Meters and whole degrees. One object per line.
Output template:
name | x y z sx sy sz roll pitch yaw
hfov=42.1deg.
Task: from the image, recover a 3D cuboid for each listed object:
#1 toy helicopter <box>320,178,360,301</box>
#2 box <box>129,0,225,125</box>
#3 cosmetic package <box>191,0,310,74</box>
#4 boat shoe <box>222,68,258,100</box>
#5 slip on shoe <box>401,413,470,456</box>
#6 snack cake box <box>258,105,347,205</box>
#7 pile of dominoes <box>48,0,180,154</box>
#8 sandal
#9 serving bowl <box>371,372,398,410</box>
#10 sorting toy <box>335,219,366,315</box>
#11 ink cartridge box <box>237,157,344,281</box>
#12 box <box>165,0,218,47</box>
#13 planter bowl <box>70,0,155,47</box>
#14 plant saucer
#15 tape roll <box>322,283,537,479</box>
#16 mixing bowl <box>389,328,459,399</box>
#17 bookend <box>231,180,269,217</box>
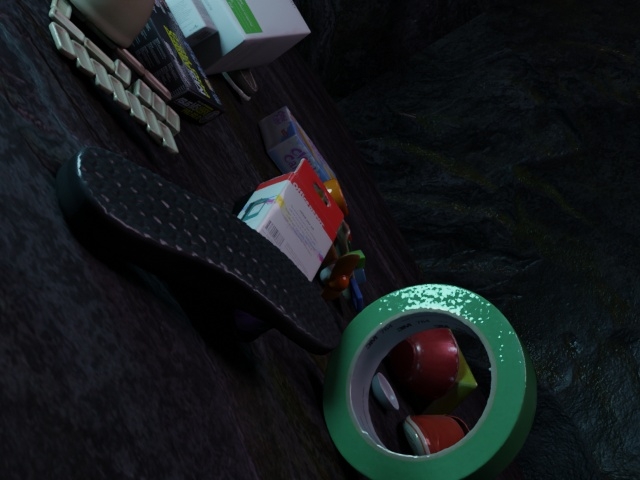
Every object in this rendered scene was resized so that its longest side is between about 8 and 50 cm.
toy helicopter | 0.000 0.000 1.570 0.355 0.140 0.234 58 14 -87
box | -0.282 -0.344 1.467 0.270 0.060 0.216 61 8 7
cosmetic package | -0.190 -0.498 1.862 0.197 0.155 0.365 58 27 -4
boat shoe | -0.225 -0.488 2.065 0.305 0.091 0.109 63 11 17
slip on shoe | 0.251 0.418 1.774 0.123 0.101 0.331 65 13 20
snack cake box | -0.045 -0.194 2.111 0.264 0.089 0.152 52 14 -38
pile of dominoes | -0.305 -0.235 1.206 0.251 0.040 0.196 43 18 -31
sandal | -0.146 0.034 1.024 0.446 0.107 0.167 34 26 -39
serving bowl | 0.127 0.311 1.683 0.083 0.027 0.083 56 11 -17
sorting toy | 0.059 0.032 1.831 0.347 0.047 0.195 -118 -163 -63
ink cartridge box | -0.058 -0.009 1.297 0.134 0.078 0.231 55 39 -23
box | -0.275 -0.430 1.643 0.087 0.102 0.101 61 11 -5
planter bowl | -0.313 -0.390 1.260 0.162 0.109 0.162 48 8 -9
plant saucer | 0.269 0.326 1.994 0.045 0.188 0.188 12 40 -33
tape roll | 0.162 0.226 1.267 0.077 0.321 0.321 47 16 -53
mixing bowl | 0.226 0.279 1.942 0.098 0.181 0.181 11 40 -33
bookend | -0.083 -0.004 1.446 0.156 0.072 0.157 57 10 -16
